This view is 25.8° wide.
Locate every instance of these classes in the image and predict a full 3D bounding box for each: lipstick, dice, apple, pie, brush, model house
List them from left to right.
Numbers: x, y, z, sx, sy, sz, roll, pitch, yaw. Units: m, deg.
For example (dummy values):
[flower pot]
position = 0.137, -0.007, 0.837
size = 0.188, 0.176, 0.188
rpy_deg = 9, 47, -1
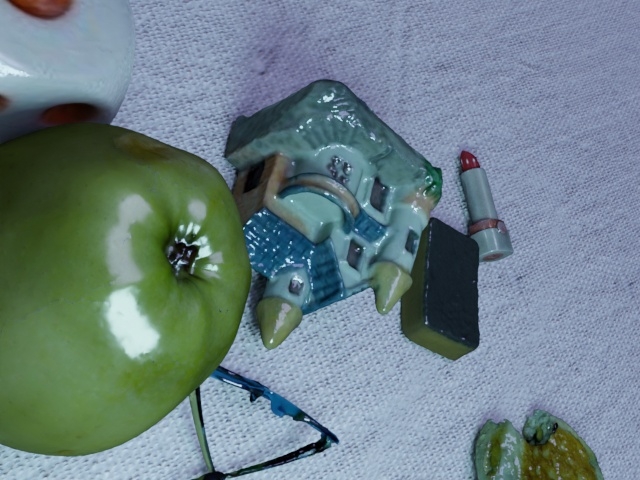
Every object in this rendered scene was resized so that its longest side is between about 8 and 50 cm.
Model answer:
[dice]
position = -0.375, -0.223, 1.500
size = 0.259, 0.251, 0.243
rpy_deg = -2, 71, -45
[apple]
position = -0.252, 0.046, 1.462
size = 0.357, 0.357, 0.357
rpy_deg = 22, 57, -38
[model house]
position = 0.000, 0.000, 1.849
size = 0.267, 0.194, 0.325
rpy_deg = 38, 51, -28
[brush]
position = 0.183, 0.070, 2.098
size = 0.123, 0.059, 0.197
rpy_deg = 25, 55, -35
[lipstick]
position = 0.257, -0.062, 2.244
size = 0.063, 0.057, 0.186
rpy_deg = 4, 66, -45
[pie]
position = 0.338, 0.399, 2.102
size = 0.302, 0.067, 0.303
rpy_deg = 21, 58, -38

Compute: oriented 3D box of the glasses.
[glasses]
position = -0.080, 0.253, 1.703
size = 0.239, 0.102, 0.207
rpy_deg = 30, 52, -34
